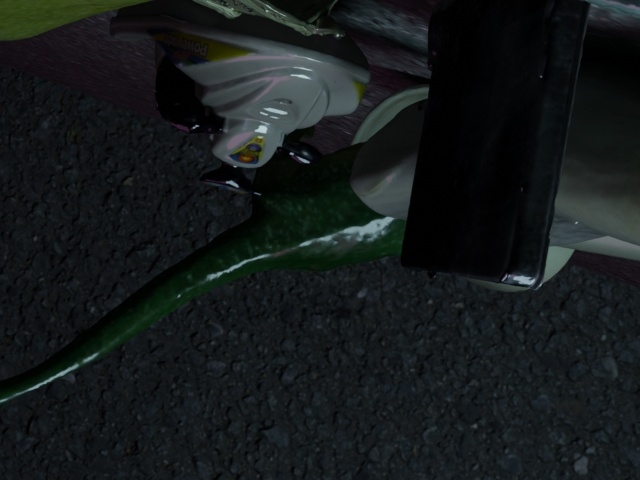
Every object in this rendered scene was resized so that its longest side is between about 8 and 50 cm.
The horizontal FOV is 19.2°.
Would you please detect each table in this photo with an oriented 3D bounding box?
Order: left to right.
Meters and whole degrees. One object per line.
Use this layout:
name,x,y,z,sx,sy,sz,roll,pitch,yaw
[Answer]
table,-0.030,-0.147,0.973,0.083,0.062,0.079,18,178,40

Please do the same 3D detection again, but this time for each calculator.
calculator,0.079,-0.058,0.928,0.021,0.161,0.262,9,-179,-8

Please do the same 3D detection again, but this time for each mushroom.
mushroom,0.158,-0.036,1.030,0.329,0.159,0.122,9,124,64

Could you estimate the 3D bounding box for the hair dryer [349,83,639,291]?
hair dryer,0.218,-0.019,1.440,0.362,0.128,0.203,10,172,31

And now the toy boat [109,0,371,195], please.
toy boat,-0.059,-0.113,1.283,0.141,0.140,0.269,21,-168,-23

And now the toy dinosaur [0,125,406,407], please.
toy dinosaur,0.000,0.000,1.253,0.447,0.087,0.301,-9,-154,29

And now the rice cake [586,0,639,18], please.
rice cake,0.159,-0.095,0.721,0.245,0.045,0.042,20,177,15

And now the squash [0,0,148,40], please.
squash,-0.066,-0.157,0.730,0.137,0.137,0.287,22,166,-33
